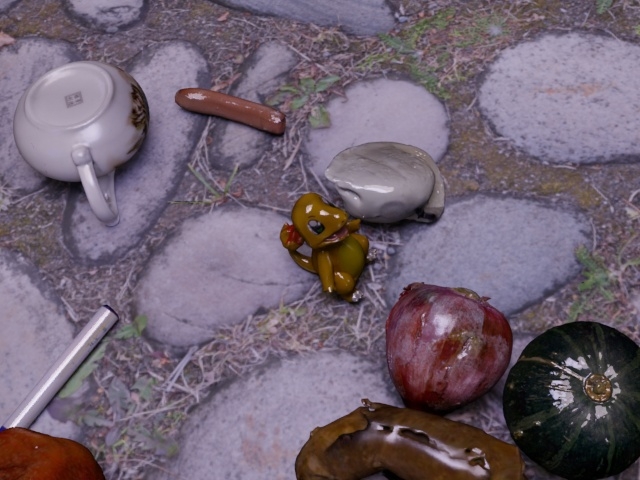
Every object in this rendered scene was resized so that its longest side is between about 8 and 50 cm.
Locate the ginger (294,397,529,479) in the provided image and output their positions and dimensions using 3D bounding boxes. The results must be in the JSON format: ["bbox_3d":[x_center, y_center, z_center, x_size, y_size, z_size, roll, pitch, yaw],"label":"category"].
[{"bbox_3d":[0.122,0.265,1.065,0.309,0.107,0.133,7,96,17],"label":"ginger"}]

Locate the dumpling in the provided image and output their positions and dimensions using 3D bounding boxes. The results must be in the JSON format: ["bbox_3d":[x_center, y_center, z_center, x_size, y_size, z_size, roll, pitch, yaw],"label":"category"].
[{"bbox_3d":[0.093,-0.085,1.285,0.176,0.092,0.150,-3,45,-1],"label":"dumpling"}]

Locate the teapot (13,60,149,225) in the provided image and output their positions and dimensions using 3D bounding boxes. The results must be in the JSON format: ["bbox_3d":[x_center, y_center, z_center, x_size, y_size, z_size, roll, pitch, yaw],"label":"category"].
[{"bbox_3d":[-0.355,-0.165,1.358,0.204,0.139,0.298,-11,57,-2],"label":"teapot"}]

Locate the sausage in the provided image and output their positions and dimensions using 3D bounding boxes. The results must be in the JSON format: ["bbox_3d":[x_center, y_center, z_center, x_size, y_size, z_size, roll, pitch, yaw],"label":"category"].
[{"bbox_3d":[-0.139,-0.204,1.410,0.186,0.043,0.043,17,63,14],"label":"sausage"}]

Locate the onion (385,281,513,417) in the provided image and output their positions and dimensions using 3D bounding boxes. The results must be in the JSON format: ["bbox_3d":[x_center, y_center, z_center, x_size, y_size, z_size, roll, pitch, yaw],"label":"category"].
[{"bbox_3d":[0.150,0.152,1.124,0.159,0.159,0.195,18,94,16],"label":"onion"}]

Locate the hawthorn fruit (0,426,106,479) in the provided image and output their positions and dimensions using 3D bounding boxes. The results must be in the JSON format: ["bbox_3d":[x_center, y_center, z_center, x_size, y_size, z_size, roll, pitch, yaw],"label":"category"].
[{"bbox_3d":[-0.340,0.305,1.072,0.173,0.173,0.179,-24,61,-8],"label":"hawthorn fruit"}]

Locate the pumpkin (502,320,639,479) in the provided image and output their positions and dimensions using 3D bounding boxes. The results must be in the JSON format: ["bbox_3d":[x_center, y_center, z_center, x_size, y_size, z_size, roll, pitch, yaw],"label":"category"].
[{"bbox_3d":[0.311,0.189,1.073,0.190,0.146,0.190,-1,84,5],"label":"pumpkin"}]

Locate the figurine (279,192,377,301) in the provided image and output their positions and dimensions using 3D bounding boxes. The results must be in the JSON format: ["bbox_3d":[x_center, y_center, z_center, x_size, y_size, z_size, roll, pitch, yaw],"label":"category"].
[{"bbox_3d":[-0.004,-0.002,1.207,0.122,0.176,0.121,11,59,25],"label":"figurine"}]

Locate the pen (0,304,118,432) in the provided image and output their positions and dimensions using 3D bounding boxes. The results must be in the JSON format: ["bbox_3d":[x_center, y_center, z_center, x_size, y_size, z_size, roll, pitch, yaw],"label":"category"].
[{"bbox_3d":[-0.364,0.196,1.208,0.033,0.033,0.269,28,67,20],"label":"pen"}]
